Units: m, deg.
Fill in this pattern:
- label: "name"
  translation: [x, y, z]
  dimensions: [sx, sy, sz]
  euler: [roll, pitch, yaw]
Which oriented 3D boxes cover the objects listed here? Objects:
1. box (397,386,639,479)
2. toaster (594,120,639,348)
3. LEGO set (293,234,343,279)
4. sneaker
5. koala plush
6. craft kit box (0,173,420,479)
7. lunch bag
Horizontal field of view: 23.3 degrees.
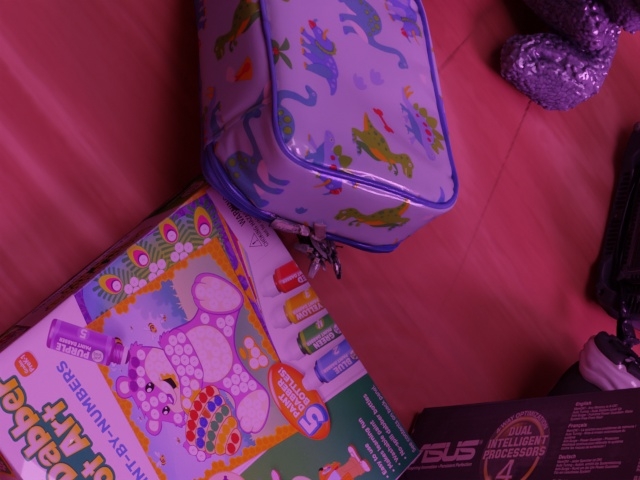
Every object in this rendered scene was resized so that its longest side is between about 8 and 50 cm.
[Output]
- label: "box"
  translation: [0.282, 0.212, 1.034]
  dimensions: [0.318, 0.395, 0.097]
  euler: [33, 64, -26]
- label: "toaster"
  translation: [0.321, 0.007, 1.265]
  dimensions: [0.146, 0.129, 0.227]
  euler: [28, 68, -31]
- label: "LEGO set"
  translation: [-0.002, -0.002, 1.070]
  dimensions: [0.054, 0.023, 0.083]
  euler: [39, 21, -40]
- label: "sneaker"
  translation: [0.258, 0.176, 1.221]
  dimensions: [0.108, 0.100, 0.271]
  euler: [-43, 124, 9]
- label: "koala plush"
  translation: [0.167, -0.245, 1.175]
  dimensions: [0.221, 0.196, 0.203]
  euler: [22, 58, -30]
- label: "craft kit box"
  translation: [-0.083, 0.119, 1.001]
  dimensions: [0.247, 0.061, 0.250]
  euler: [-42, 106, -30]
- label: "lunch bag"
  translation: [0.004, -0.105, 1.047]
  dimensions: [0.176, 0.090, 0.219]
  euler: [15, 54, -37]
